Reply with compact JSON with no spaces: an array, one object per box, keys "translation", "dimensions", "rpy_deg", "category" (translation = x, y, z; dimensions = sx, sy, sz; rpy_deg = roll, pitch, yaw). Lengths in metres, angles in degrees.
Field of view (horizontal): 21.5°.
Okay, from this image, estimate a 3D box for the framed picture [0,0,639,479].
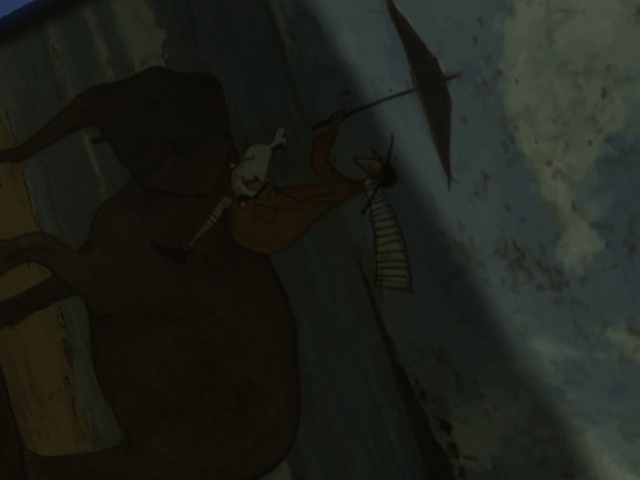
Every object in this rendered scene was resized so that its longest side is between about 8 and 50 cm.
[{"translation":[0.000,0.000,0.611],"dimensions":[0.016,0.347,0.265],"rpy_deg":[3,-111,-67],"category":"framed picture"}]
